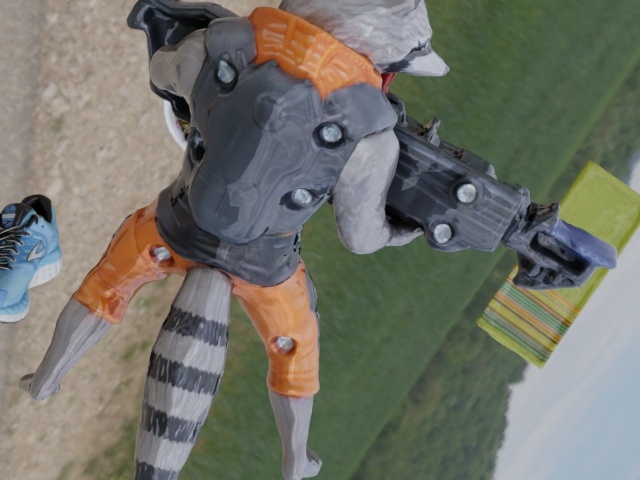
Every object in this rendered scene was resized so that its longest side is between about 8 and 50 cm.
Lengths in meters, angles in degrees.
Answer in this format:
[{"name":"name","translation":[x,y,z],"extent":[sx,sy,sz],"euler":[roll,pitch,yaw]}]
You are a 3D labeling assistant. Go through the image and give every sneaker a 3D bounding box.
[{"name":"sneaker","translation":[-0.238,0.008,0.734],"extent":[0.162,0.064,0.073],"euler":[-85,-176,-69]}]

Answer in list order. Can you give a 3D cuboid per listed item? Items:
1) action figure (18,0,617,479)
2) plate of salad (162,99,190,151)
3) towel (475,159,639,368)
[{"name":"action figure","translation":[0.000,0.000,0.577],"extent":[0.178,0.342,0.330],"euler":[-53,165,-71]},{"name":"plate of salad","translation":[-0.107,-0.187,1.273],"extent":[0.200,0.048,0.199],"euler":[-17,125,-26]},{"name":"towel","translation":[0.289,0.030,1.162],"extent":[0.237,0.102,0.021],"euler":[-56,-169,3]}]
